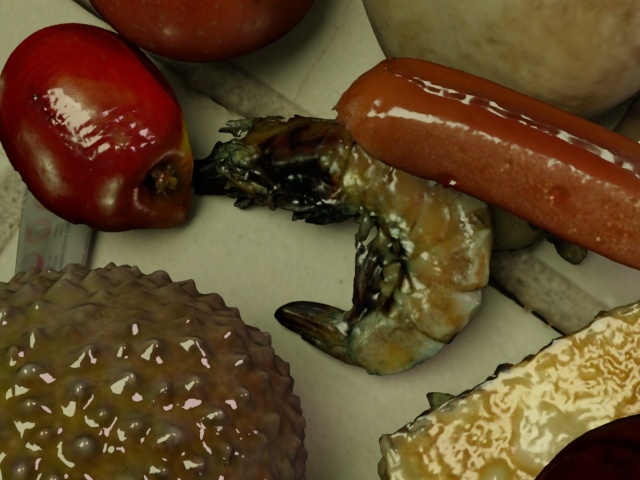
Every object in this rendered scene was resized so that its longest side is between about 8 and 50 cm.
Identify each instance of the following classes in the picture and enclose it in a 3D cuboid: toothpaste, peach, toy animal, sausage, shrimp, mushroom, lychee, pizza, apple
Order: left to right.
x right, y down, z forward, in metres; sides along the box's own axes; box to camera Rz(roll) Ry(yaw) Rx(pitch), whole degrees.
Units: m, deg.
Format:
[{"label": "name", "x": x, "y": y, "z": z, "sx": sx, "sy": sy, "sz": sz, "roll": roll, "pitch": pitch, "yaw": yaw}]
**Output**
[{"label": "toothpaste", "x": -0.285, "y": 0.042, "z": 1.142, "sx": 0.100, "sy": 0.066, "sz": 0.323, "roll": -3, "pitch": 69, "yaw": 15}, {"label": "lychee", "x": -0.200, "y": 0.204, "z": 0.890, "sx": 0.380, "sy": 0.432, "sz": 0.380, "roll": -10, "pitch": 77, "yaw": 50}, {"label": "peach", "x": -0.244, "y": -0.137, "z": 1.098, "sx": 0.267, "sy": 0.159, "sz": 0.154, "roll": 56, "pitch": 141, "yaw": 27}, {"label": "apple", "x": -0.114, "y": -0.307, "z": 1.067, "sx": 0.261, "sy": 0.216, "sz": 0.260, "roll": 2, "pitch": 44, "yaw": -2}, {"label": "shrimp", "x": 0.000, "y": 0.000, "z": 1.022, "sx": 0.365, "sy": 0.071, "sz": 0.233, "roll": 9, "pitch": 96, "yaw": 37}, {"label": "mushroom", "x": 0.182, "y": -0.254, "z": 0.951, "sx": 0.298, "sy": 0.297, "sz": 0.290, "roll": 23, "pitch": 55, "yaw": 24}, {"label": "sausage", "x": 0.169, "y": -0.063, "z": 0.869, "sx": 0.330, "sy": 0.102, "sz": 0.102, "roll": 23, "pitch": 84, "yaw": 7}, {"label": "pizza", "x": 0.233, "y": 0.228, "z": 0.888, "sx": 0.392, "sy": 0.080, "sz": 0.434, "roll": -4, "pitch": 73, "yaw": 19}, {"label": "toy animal", "x": 0.252, "y": -0.051, "z": 0.959, "sx": 0.186, "sy": 0.094, "sz": 0.214, "roll": 34, "pitch": 89, "yaw": 16}]

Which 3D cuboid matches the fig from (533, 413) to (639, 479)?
[{"label": "fig", "x": 0.218, "y": 0.231, "z": 0.738, "sx": 0.235, "sy": 0.235, "sz": 0.214, "roll": -47, "pitch": 28, "yaw": 2}]
